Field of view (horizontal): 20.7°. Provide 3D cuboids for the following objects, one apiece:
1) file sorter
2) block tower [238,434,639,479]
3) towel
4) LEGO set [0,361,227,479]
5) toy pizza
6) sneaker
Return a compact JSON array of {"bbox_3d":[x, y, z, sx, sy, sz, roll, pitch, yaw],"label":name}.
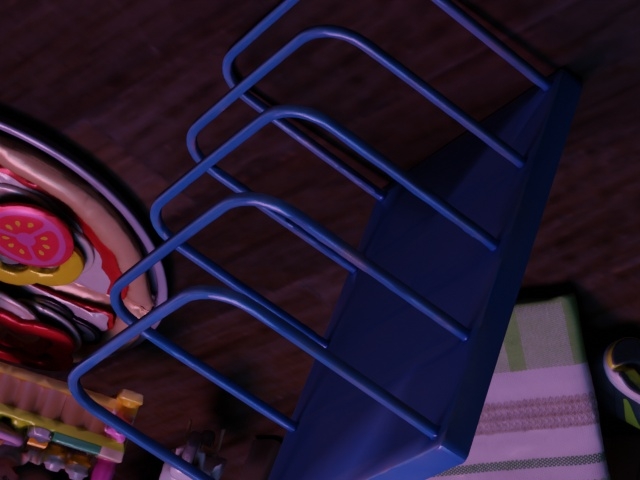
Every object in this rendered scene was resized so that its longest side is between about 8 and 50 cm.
[{"bbox_3d":[0.000,0.000,0.624,0.104,0.170,0.118,35,142,-17],"label":"file sorter"},{"bbox_3d":[0.115,0.155,0.848,0.335,0.091,0.097,-3,139,29],"label":"block tower"},{"bbox_3d":[0.076,0.102,0.777,0.113,0.023,0.152,-8,93,28],"label":"towel"},{"bbox_3d":[-0.194,0.106,0.869,0.287,0.107,0.132,14,167,13],"label":"LEGO set"},{"bbox_3d":[-0.170,0.005,0.828,0.201,0.032,0.201,12,145,9],"label":"toy pizza"},{"bbox_3d":[0.146,0.070,0.777,0.083,0.031,0.035,44,152,-25],"label":"sneaker"}]
